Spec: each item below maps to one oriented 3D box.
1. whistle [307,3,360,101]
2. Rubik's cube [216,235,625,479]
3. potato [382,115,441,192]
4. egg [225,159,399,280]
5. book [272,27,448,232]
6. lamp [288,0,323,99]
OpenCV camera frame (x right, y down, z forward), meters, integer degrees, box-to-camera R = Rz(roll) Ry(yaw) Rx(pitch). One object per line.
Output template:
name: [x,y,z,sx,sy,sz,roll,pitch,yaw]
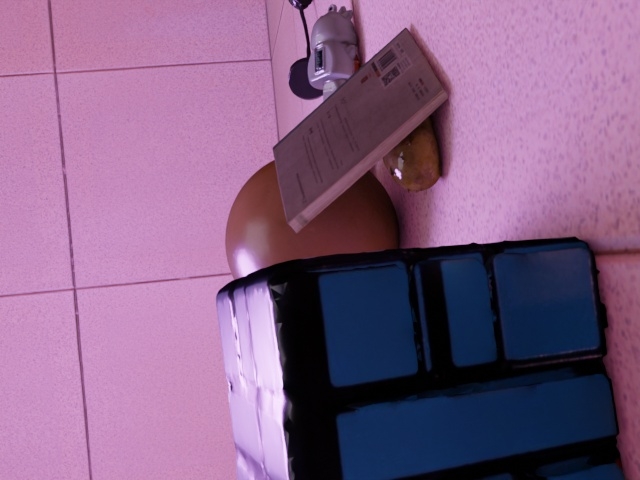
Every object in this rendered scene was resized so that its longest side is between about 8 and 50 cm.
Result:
whistle: [0.029,-0.352,1.441,0.102,0.106,0.253,145,126,-71]
Rubik's cube: [0.072,0.153,0.662,0.293,0.289,0.283,153,112,-70]
potato: [0.123,-0.130,1.000,0.091,0.070,0.137,116,150,-48]
egg: [-0.015,0.002,1.267,0.374,0.301,0.301,110,153,-77]
book: [0.043,-0.165,1.038,0.025,0.283,0.214,36,-154,-33]
lamp: [-0.023,-0.541,1.882,0.108,0.130,0.371,-43,35,53]
